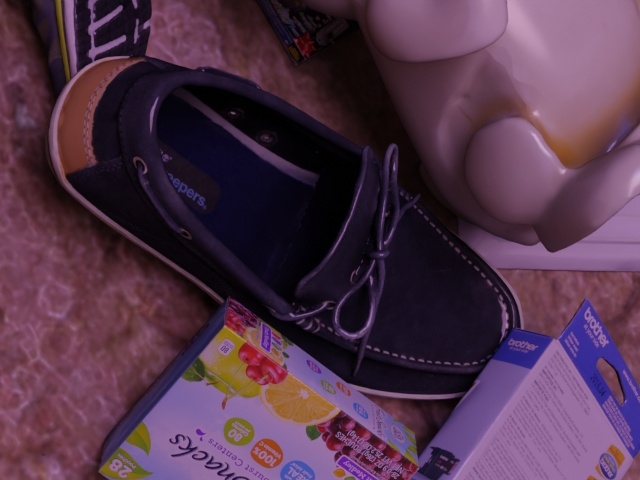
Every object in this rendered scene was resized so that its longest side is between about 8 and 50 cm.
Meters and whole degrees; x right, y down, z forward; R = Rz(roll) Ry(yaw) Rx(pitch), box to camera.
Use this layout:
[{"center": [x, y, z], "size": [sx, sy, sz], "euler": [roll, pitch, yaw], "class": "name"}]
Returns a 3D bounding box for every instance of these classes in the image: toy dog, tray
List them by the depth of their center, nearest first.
[{"center": [0.129, -0.214, 1.522], "size": [0.408, 0.395, 0.284], "euler": [47, 69, -2], "class": "toy dog"}, {"center": [0.257, -0.044, 1.739], "size": [0.270, 0.030, 0.145], "euler": [1, 79, -24], "class": "tray"}]

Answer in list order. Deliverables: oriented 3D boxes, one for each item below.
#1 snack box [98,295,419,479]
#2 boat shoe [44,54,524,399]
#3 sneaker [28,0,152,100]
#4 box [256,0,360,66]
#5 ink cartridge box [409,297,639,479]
[{"center": [-0.051, 0.177, 1.497], "size": [0.207, 0.070, 0.174], "euler": [38, 107, -13], "class": "snack box"}, {"center": [0.000, 0.000, 1.526], "size": [0.500, 0.156, 0.186], "euler": [32, 70, -29], "class": "boat shoe"}, {"center": [-0.231, -0.248, 1.524], "size": [0.111, 0.121, 0.299], "euler": [-26, 111, -53], "class": "sneaker"}, {"center": [0.009, -0.234, 1.664], "size": [0.137, 0.027, 0.094], "euler": [-33, 95, -25], "class": "box"}, {"center": [0.173, 0.217, 1.606], "size": [0.311, 0.065, 0.185], "euler": [-50, 126, -20], "class": "ink cartridge box"}]
